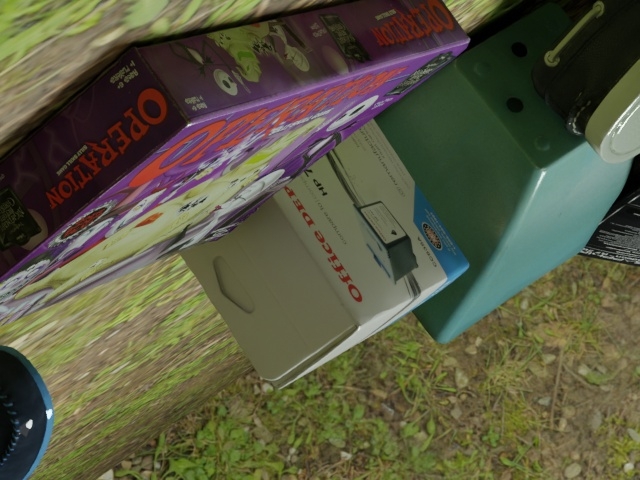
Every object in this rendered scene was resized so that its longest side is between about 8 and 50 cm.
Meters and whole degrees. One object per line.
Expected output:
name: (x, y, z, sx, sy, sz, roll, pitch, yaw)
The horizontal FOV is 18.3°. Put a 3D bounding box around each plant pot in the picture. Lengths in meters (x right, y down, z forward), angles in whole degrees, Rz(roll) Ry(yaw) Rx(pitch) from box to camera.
plant pot: (0.135, -0.067, 1.516, 0.165, 0.165, 0.234, -32, 167, -25)

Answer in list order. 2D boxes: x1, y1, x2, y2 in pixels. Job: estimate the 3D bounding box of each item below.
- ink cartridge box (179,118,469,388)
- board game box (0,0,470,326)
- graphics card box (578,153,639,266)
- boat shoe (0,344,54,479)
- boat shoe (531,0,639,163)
ink cartridge box: (0.000, 0.000, 1.303, 0.082, 0.139, 0.191, -36, 175, 26)
board game box: (-0.068, -0.042, 1.014, 0.208, 0.056, 0.347, -42, 172, 26)
graphics card box: (0.291, -0.124, 1.615, 0.371, 0.094, 0.232, 117, -15, -77)
boat shoe: (-0.263, 0.154, 1.274, 0.089, 0.109, 0.258, -24, 167, -48)
boat shoe: (0.269, -0.191, 1.354, 0.302, 0.091, 0.114, -45, 155, 3)
